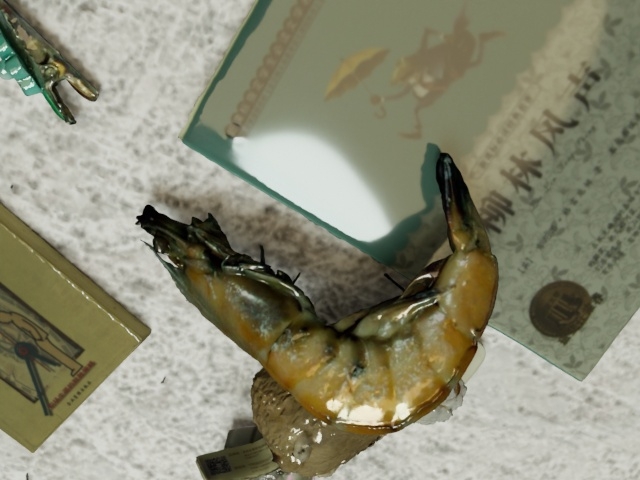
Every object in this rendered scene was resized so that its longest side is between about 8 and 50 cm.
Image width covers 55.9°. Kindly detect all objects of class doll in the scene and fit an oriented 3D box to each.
[{"bbox_3d":[0.010,0.125,0.470,0.221,0.115,0.105,-35,145,4],"label":"doll"}]

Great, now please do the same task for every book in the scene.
[{"bbox_3d":[-0.278,0.055,0.498,0.231,0.026,0.161,43,104,-11],"label":"book"},{"bbox_3d":[0.122,-0.086,0.443,0.379,0.031,0.264,30,105,-8],"label":"book"}]

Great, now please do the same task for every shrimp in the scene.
[{"bbox_3d":[0.000,0.000,0.428,0.262,0.051,0.198,33,83,20],"label":"shrimp"}]

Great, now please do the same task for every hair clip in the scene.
[{"bbox_3d":[-0.226,-0.156,0.420,0.049,0.049,0.173,-32,106,11],"label":"hair clip"}]

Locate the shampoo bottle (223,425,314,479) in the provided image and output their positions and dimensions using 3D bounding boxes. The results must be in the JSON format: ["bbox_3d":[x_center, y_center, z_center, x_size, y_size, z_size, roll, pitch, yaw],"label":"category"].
[{"bbox_3d":[-0.062,0.280,0.549,0.086,0.056,0.227,10,108,-3],"label":"shampoo bottle"}]

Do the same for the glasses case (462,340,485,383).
[{"bbox_3d":[0.106,0.114,0.512,0.032,0.021,0.083,33,105,-8],"label":"glasses case"}]
